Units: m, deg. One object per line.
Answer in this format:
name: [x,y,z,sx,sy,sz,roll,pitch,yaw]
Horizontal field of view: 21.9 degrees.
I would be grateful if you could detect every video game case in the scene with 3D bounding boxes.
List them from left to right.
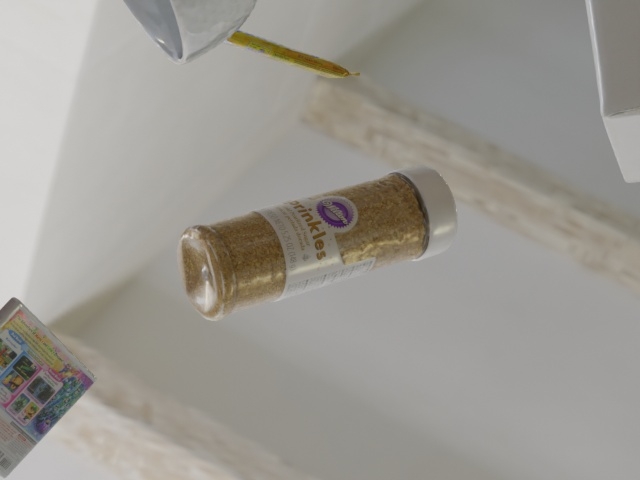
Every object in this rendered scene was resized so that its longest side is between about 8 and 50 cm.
video game case: [-0.318,0.152,1.685,0.143,0.157,0.019,-48,-133,-12]

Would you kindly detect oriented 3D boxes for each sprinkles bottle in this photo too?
sprinkles bottle: [0.000,0.000,2.067,0.355,0.121,0.121,-16,-131,-30]

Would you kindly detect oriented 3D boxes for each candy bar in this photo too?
candy bar: [-0.036,-0.187,1.657,0.161,0.018,0.040,16,180,-26]

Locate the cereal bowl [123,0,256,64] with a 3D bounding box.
cereal bowl: [-0.147,-0.334,1.474,0.141,0.339,0.339,-31,-126,-11]

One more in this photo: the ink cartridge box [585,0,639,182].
ink cartridge box: [0.215,-0.205,0.973,0.131,0.306,0.226,-7,171,13]
